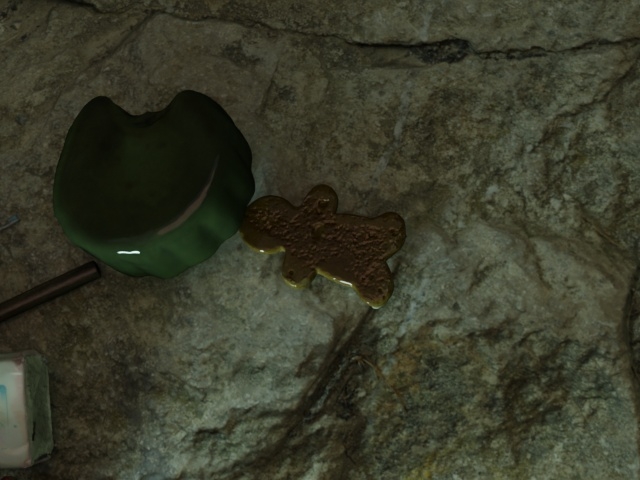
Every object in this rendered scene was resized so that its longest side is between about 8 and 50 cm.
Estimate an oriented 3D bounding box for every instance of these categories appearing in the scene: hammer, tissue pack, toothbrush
[{"bbox_3d":[-0.572,0.129,1.785,0.366,0.043,0.111,-25,72,-1],"label":"hammer"},{"bbox_3d":[-0.609,0.294,1.681,0.271,0.124,0.201,-4,92,7],"label":"tissue pack"},{"bbox_3d":[-0.643,-0.009,1.851,0.162,0.014,0.017,-26,86,1],"label":"toothbrush"}]

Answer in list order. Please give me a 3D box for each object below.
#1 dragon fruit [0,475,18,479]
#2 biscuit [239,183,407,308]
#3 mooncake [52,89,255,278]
[{"bbox_3d":[-0.527,0.490,1.598,0.273,0.218,0.198,2,37,14],"label":"dragon fruit"},{"bbox_3d":[0.000,0.000,1.729,0.302,0.049,0.196,15,72,13],"label":"biscuit"},{"bbox_3d":[-0.289,-0.099,1.721,0.352,0.187,0.351,-5,69,12],"label":"mooncake"}]
